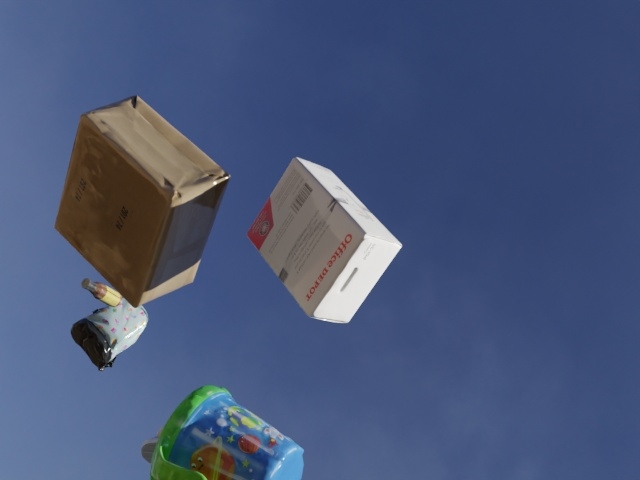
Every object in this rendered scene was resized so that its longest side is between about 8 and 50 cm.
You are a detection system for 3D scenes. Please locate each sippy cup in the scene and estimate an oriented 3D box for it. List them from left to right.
[{"bbox_3d":[-0.161,0.420,1.657,0.224,0.305,0.240,20,-47,23],"label":"sippy cup"}]

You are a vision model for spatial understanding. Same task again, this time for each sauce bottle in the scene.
[{"bbox_3d":[-0.534,0.125,2.147,0.042,0.042,0.128,38,-5,34],"label":"sauce bottle"}]

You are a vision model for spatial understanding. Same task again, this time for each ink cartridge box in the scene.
[{"bbox_3d":[0.000,0.000,1.767,0.207,0.117,0.283,-56,-133,18],"label":"ink cartridge box"}]

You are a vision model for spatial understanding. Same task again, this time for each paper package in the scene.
[{"bbox_3d":[-0.377,-0.081,1.828,0.309,0.168,0.325,41,-50,21],"label":"paper package"}]

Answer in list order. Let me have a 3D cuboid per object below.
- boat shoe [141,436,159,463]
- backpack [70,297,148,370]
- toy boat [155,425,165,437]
[{"bbox_3d":[-0.313,0.503,2.109,0.076,0.226,0.083,-101,-156,-70],"label":"boat shoe"},{"bbox_3d":[-0.539,0.233,2.308,0.152,0.182,0.115,53,-45,4],"label":"backpack"},{"bbox_3d":[-0.346,0.580,2.372,0.151,0.231,0.151,17,-88,31],"label":"toy boat"}]
